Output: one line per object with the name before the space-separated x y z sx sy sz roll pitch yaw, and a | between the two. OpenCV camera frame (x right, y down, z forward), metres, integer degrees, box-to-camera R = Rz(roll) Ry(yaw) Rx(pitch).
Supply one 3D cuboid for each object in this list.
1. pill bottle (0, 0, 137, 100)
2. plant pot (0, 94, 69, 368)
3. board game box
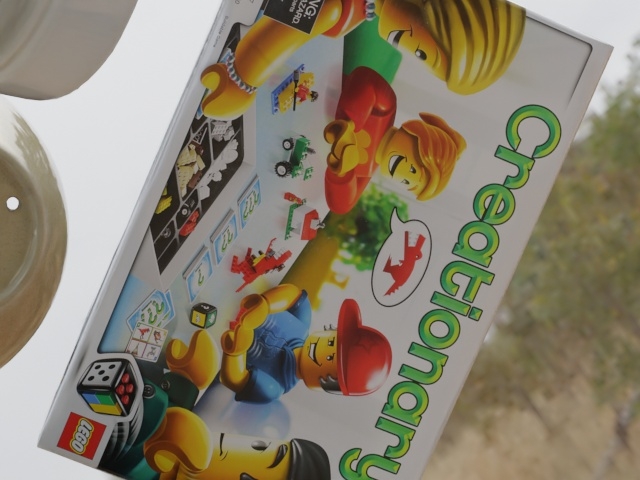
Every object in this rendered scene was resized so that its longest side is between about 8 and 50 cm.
pill bottle | -0.304 -0.208 0.985 0.392 0.224 0.224 11 -40 -40
plant pot | -0.299 -0.007 1.292 0.284 0.284 0.191 -29 14 -28
board game box | 0.000 0.000 0.911 0.053 0.193 0.305 -121 54 -79
